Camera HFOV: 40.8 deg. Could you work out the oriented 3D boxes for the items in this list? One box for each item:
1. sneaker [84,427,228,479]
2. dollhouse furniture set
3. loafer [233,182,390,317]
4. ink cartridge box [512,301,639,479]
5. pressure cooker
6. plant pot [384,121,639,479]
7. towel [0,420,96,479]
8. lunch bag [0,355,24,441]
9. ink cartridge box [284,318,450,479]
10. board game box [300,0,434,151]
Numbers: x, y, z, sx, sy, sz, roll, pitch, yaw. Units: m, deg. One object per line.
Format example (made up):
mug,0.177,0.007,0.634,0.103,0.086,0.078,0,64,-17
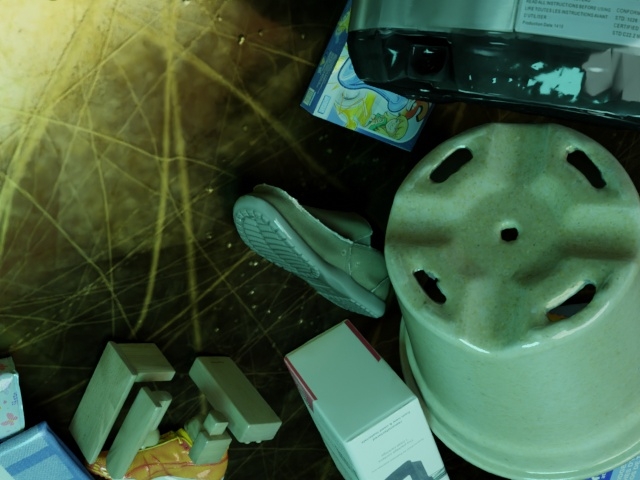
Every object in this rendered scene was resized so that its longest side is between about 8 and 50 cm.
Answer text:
sneaker,-0.189,0.250,1.002,0.175,0.064,0.067,9,90,-36
dollhouse furniture set,-0.160,0.203,0.945,0.151,0.144,0.123,7,119,-47
loafer,0.000,0.000,0.946,0.251,0.094,0.087,41,69,-47
ink cartridge box,0.346,0.210,1.124,0.396,0.270,0.151,-6,117,-26
pressure cooker,0.228,-0.303,0.687,0.370,0.375,0.420,2,101,-30
plant pot,0.205,0.049,0.863,0.334,0.334,0.305,-42,149,-2
towel,-0.373,0.318,0.926,0.285,0.034,0.209,-27,127,-3
lunch bag,-0.340,0.167,0.869,0.071,0.053,0.083,-11,112,-25
ink cartridge box,0.066,0.242,1.052,0.100,0.172,0.237,-30,127,-10
board game box,0.081,-0.205,0.893,0.136,0.035,0.201,15,108,-34
